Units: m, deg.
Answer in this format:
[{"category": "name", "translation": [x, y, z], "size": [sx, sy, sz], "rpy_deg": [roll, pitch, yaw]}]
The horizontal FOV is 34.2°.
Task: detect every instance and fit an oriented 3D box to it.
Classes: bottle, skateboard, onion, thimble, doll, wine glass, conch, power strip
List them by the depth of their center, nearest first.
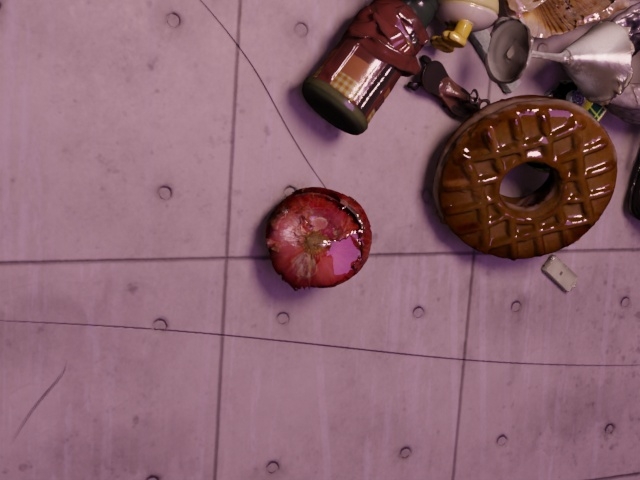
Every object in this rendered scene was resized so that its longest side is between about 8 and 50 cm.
[{"category": "bottle", "translation": [0.099, -0.311, 1.744], "size": [0.143, 0.156, 0.271], "rpy_deg": [36, 82, 6]}, {"category": "onion", "translation": [0.000, 0.000, 1.767], "size": [0.184, 0.147, 0.183], "rpy_deg": [-2, 81, 13]}, {"category": "doll", "translation": [0.255, -0.472, 1.793], "size": [0.117, 0.141, 0.296], "rpy_deg": [6, 87, -10]}, {"category": "wine glass", "translation": [0.408, -0.318, 1.801], "size": [0.232, 0.156, 0.156], "rpy_deg": [1, 100, -31]}, {"category": "skateboard", "translation": [0.234, -0.266, 1.848], "size": [0.151, 0.080, 0.067], "rpy_deg": [31, 80, -30]}, {"category": "conch", "translation": [0.458, -0.500, 1.857], "size": [0.324, 0.186, 0.263], "rpy_deg": [-29, 129, 4]}, {"category": "thimble", "translation": [0.621, -0.332, 1.925], "size": [0.246, 0.217, 0.157], "rpy_deg": [-25, 158, 19]}, {"category": "power strip", "translation": [0.476, 0.065, 2.067], "size": [0.090, 0.016, 0.040], "rpy_deg": [39, 82, -27]}]

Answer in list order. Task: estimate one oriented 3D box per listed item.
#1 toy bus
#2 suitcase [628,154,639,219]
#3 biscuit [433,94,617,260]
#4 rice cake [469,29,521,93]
[{"category": "toy bus", "translation": [0.447, -0.210, 1.957], "size": [0.101, 0.088, 0.175], "rpy_deg": [43, 80, -26]}, {"category": "suitcase", "translation": [0.794, -0.172, 2.077], "size": [0.339, 0.188, 0.345], "rpy_deg": [13, 94, -26]}, {"category": "biscuit", "translation": [0.368, -0.110, 1.866], "size": [0.332, 0.103, 0.332], "rpy_deg": [-2, 122, -3]}, {"category": "rice cake", "translation": [0.312, -0.340, 1.899], "size": [0.033, 0.029, 0.170], "rpy_deg": [-46, 115, -15]}]
